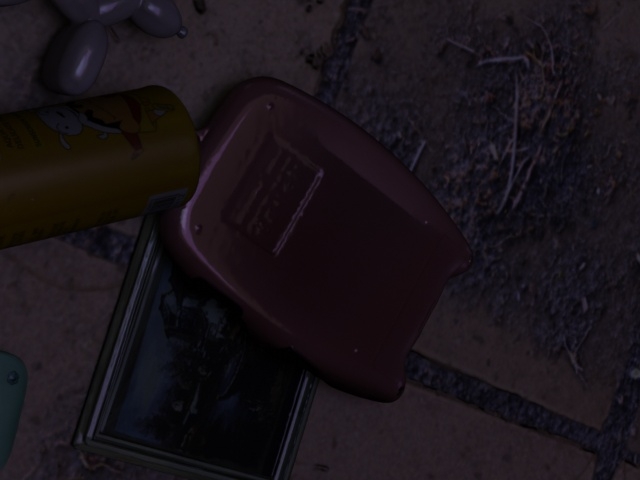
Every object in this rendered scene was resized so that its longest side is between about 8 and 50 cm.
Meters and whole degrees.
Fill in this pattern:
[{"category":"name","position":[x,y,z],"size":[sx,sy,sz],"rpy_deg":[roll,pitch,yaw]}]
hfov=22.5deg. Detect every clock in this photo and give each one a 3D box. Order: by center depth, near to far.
[{"category":"clock","position":[-0.301,0.127,1.261],"size":[0.135,0.041,0.101],"rpy_deg":[17,86,-34]}]

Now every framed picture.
[{"category":"framed picture","position":[-0.076,0.070,1.427],"size":[0.232,0.019,0.296],"rpy_deg":[20,83,-35]}]

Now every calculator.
[{"category":"calculator","position":[0.000,0.000,1.434],"size":[0.330,0.048,0.220],"rpy_deg":[37,75,-29]}]

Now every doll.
[{"category":"doll","position":[-0.182,-0.200,1.298],"size":[0.160,0.059,0.161],"rpy_deg":[-49,119,-19]}]

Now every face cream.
[{"category":"face cream","position":[-0.265,-0.041,1.229],"size":[0.349,0.105,0.105],"rpy_deg":[-15,104,-33]}]
